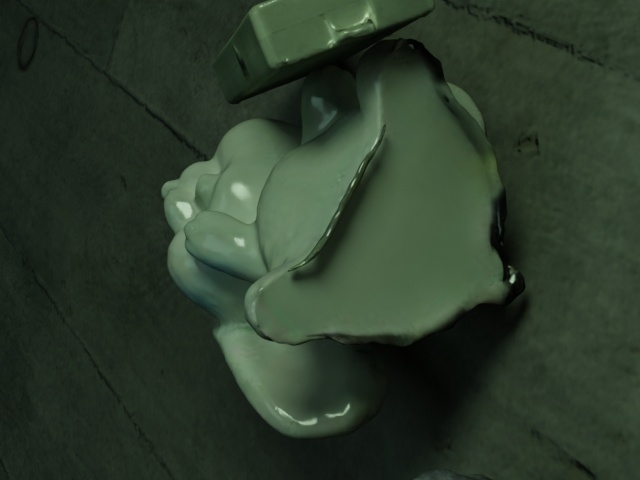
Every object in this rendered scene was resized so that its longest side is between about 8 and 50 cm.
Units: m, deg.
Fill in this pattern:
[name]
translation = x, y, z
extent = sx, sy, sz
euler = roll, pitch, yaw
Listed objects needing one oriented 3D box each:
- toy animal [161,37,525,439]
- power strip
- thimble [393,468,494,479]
[toy animal]
translation = 0.013, -0.011, 0.883
extent = 0.249, 0.174, 0.289
euler = -51, 24, 5
[power strip]
translation = -0.012, -0.139, 0.905
extent = 0.367, 0.106, 0.043
euler = -166, 55, -81
[thimble]
translation = 0.071, 0.208, 0.746
extent = 0.150, 0.150, 0.098
euler = -56, 34, 33
